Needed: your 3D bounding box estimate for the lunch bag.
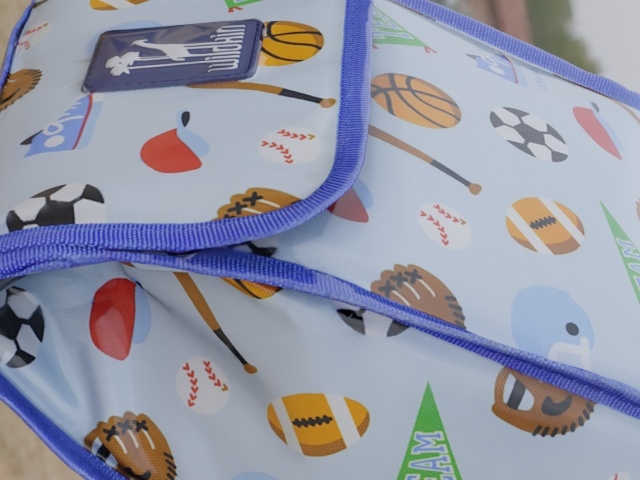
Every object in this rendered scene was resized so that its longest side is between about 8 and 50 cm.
[{"bbox_3d":[0.000,0.000,0.984,0.327,0.386,0.239,-86,-158,-55],"label":"lunch bag"}]
